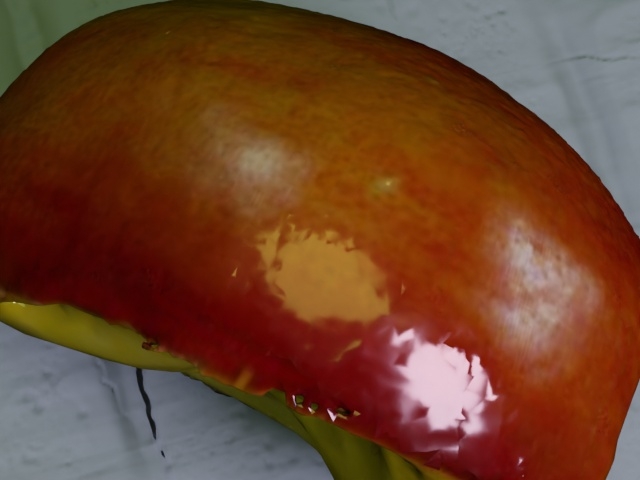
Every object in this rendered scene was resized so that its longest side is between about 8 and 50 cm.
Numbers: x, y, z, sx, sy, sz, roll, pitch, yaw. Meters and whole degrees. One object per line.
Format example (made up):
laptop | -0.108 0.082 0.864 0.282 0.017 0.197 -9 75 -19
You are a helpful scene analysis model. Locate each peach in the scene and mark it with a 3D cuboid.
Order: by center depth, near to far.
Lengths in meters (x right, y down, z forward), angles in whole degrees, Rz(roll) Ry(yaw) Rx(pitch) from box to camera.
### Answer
peach | 0.000 0.000 0.823 0.380 0.306 0.242 29 84 13
